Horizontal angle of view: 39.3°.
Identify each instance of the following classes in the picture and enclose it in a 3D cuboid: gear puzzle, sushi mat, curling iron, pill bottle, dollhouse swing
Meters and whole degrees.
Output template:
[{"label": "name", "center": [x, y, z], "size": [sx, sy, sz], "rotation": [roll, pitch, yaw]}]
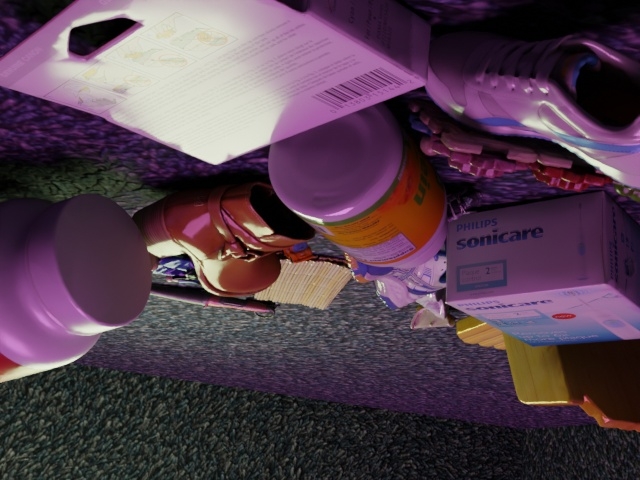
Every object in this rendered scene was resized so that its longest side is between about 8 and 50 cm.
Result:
[{"label": "gear puzzle", "center": [0.250, -0.070, 0.832], "size": [0.339, 0.044, 0.175], "rotation": [8, -160, -11]}, {"label": "sushi mat", "center": [-0.030, 0.075, 1.592], "size": [0.151, 0.019, 0.316], "rotation": [8, 163, -7]}, {"label": "curling iron", "center": [-0.215, 0.120, 1.765], "size": [0.274, 0.035, 0.068], "rotation": [8, 163, -12]}, {"label": "pill bottle", "center": [-0.437, 0.075, 1.205], "size": [0.408, 0.229, 0.229], "rotation": [-17, 154, 28]}, {"label": "dollhouse swing", "center": [0.444, 0.240, 1.576], "size": [0.347, 0.315, 0.305], "rotation": [13, 141, -25]}, {"label": "pill bottle", "center": [0.056, -0.050, 0.953], "size": [0.136, 0.136, 0.246], "rotation": [-2, 162, 23]}]

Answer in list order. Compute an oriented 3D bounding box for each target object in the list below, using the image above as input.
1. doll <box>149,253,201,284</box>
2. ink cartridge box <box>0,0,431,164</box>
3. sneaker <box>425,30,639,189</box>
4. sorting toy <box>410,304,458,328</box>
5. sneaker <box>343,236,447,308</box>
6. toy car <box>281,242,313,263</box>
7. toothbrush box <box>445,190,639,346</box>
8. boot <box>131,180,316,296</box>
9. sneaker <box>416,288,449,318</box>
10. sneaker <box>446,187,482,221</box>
[{"label": "doll", "center": [-0.224, 0.051, 1.522], "size": [0.189, 0.046, 0.129], "rotation": [12, 153, -43]}, {"label": "ink cartridge box", "center": [-0.102, -0.161, 0.757], "size": [0.261, 0.066, 0.296], "rotation": [19, 157, -39]}, {"label": "sneaker", "center": [0.177, -0.124, 0.698], "size": [0.229, 0.087, 0.092], "rotation": [25, 164, 29]}, {"label": "sorting toy", "center": [0.227, 0.149, 1.729], "size": [0.083, 0.044, 0.075], "rotation": [-7, 166, 34]}, {"label": "sneaker", "center": [0.109, 0.002, 1.216], "size": [0.131, 0.111, 0.296], "rotation": [-19, 158, 15]}, {"label": "toy car", "center": [0.000, 0.000, 1.341], "size": [0.122, 0.060, 0.040], "rotation": [-11, 119, -4]}, {"label": "toothbrush box", "center": [0.331, 0.051, 1.221], "size": [0.216, 0.126, 0.295], "rotation": [-9, 157, 33]}, {"label": "boot", "center": [-0.091, -0.006, 1.239], "size": [0.220, 0.109, 0.283], "rotation": [-13, 149, 35]}, {"label": "sneaker", "center": [0.189, 0.092, 1.545], "size": [0.061, 0.053, 0.152], "rotation": [8, 159, 23]}, {"label": "sneaker", "center": [0.164, -0.043, 1.084], "size": [0.069, 0.038, 0.098], "rotation": [-19, -171, 36]}]
